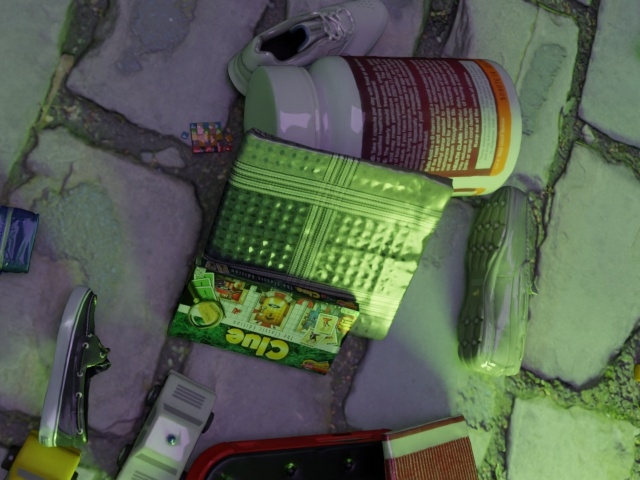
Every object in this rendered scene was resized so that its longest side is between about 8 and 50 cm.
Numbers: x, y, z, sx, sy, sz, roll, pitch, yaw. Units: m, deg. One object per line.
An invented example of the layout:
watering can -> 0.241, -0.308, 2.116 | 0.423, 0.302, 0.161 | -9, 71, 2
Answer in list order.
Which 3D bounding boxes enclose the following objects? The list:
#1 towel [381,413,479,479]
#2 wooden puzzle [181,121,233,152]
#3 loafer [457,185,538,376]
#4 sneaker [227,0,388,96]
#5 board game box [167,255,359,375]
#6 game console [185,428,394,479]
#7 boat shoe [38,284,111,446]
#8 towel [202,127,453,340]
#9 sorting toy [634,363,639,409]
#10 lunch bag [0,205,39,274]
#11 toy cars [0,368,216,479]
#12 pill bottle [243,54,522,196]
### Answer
towel -> 0.183, 0.443, 1.303 | 0.237, 0.037, 0.329 | 4, 73, -53
wooden puzzle -> -0.179, -0.163, 1.360 | 0.083, 0.006, 0.049 | -5, 83, -20
loafer -> 0.310, 0.069, 1.446 | 0.111, 0.112, 0.319 | 13, 84, -22
sneaker -> -0.003, -0.320, 1.384 | 0.297, 0.129, 0.111 | -31, 89, -23
board game box -> -0.085, 0.118, 1.291 | 0.259, 0.136, 0.030 | 17, 32, -16
game console -> -0.011, 0.464, 1.277 | 0.386, 0.060, 0.342 | 1, 86, -25
boat shoe -> -0.329, 0.173, 1.189 | 0.076, 0.080, 0.228 | 9, 61, -6
towel -> 0.000, 0.000, 1.273 | 0.324, 0.056, 0.312 | 13, 120, -14
sorting toy -> 0.721, 0.306, 1.581 | 0.307, 0.041, 0.229 | 4, 80, -19
lunch bag -> -0.437, 0.003, 1.208 | 0.065, 0.067, 0.098 | 12, 78, -17
toy cars -> -0.307, 0.320, 1.189 | 0.393, 0.087, 0.176 | -22, 89, -22
pill bottle -> 0.092, -0.176, 1.343 | 0.392, 0.224, 0.224 | -3, 82, -20
